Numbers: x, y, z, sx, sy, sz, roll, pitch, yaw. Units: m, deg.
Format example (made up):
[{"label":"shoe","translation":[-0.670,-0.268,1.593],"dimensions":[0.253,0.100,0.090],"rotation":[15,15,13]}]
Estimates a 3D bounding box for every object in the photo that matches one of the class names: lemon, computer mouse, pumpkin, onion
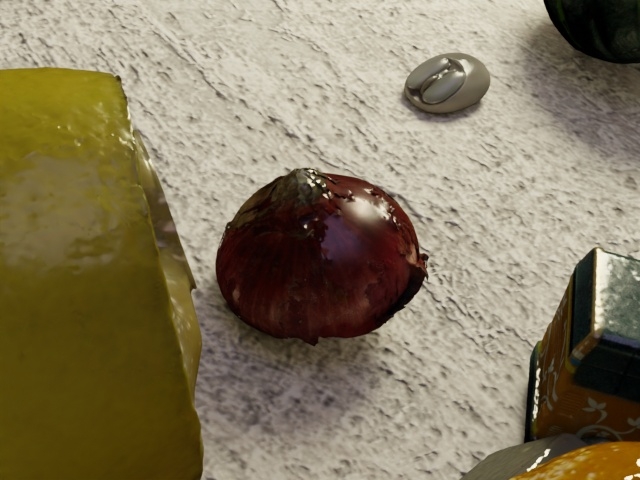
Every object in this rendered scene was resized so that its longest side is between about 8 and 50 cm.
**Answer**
[{"label":"lemon","translation":[-0.258,0.058,1.327],"dimensions":[0.364,0.364,0.364],"rotation":[11,40,-9]},{"label":"computer mouse","translation":[0.131,-0.164,1.947],"dimensions":[0.096,0.039,0.066],"rotation":[-20,52,-36]},{"label":"pumpkin","translation":[0.359,-0.274,2.041],"dimensions":[0.250,0.216,0.250],"rotation":[-13,20,5]},{"label":"onion","translation":[0.000,0.000,1.626],"dimensions":[0.184,0.147,0.184],"rotation":[-1,42,1]}]

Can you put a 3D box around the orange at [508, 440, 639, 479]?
[{"label":"orange","translation":[0.194,0.297,1.209],"dimensions":[0.293,0.340,0.340],"rotation":[-9,46,-22]}]

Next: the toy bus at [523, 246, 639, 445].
[{"label":"toy bus","translation":[0.323,0.124,1.585],"dimensions":[0.275,0.167,0.138],"rotation":[16,39,-3]}]

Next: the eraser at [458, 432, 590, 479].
[{"label":"eraser","translation":[0.253,0.266,1.467],"dimensions":[0.352,0.077,0.111],"rotation":[35,40,21]}]
